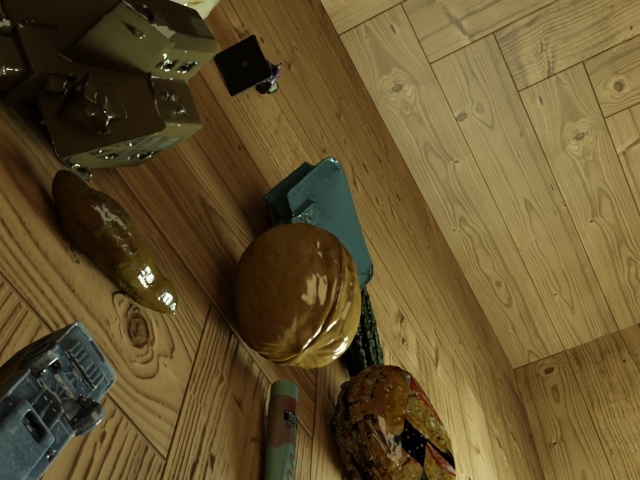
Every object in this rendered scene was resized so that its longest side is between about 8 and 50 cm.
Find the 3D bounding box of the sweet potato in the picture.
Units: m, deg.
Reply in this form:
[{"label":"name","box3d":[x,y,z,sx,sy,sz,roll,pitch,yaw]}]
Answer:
[{"label":"sweet potato","box3d":[-0.185,0.012,0.696,0.182,0.054,0.053,59,26,-32]}]

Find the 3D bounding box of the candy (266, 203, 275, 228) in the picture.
[{"label":"candy","box3d":[-0.050,-0.027,1.209,0.103,0.043,0.103,-20,90,-74]}]

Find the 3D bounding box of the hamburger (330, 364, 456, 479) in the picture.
[{"label":"hamburger","box3d":[0.110,0.292,1.104,0.231,0.106,0.231,30,47,-38]}]

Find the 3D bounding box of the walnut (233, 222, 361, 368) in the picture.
[{"label":"walnut","box3d":[-0.028,0.066,0.938,0.165,0.165,0.197,56,26,-33]}]

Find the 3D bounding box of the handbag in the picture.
[{"label":"handbag","box3d":[0.000,0.000,1.161,0.179,0.062,0.229,-46,124,-51]}]

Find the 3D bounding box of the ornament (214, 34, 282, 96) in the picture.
[{"label":"ornament","box3d":[-0.108,-0.305,1.355,0.088,0.081,0.203,67,15,3]}]

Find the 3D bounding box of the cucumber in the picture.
[{"label":"cucumber","box3d":[0.061,0.146,1.276,0.077,0.077,0.265,39,32,-58]}]

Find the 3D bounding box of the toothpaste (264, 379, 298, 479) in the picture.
[{"label":"toothpaste","box3d":[-0.045,0.249,0.841,0.056,0.036,0.205,56,22,-37]}]

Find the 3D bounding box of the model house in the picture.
[{"label":"model house","box3d":[-0.230,-0.162,0.655,0.248,0.176,0.181,-14,79,-58]}]

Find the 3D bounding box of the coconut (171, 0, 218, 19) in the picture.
[{"label":"coconut","box3d":[-0.211,-0.382,0.898,0.224,0.224,0.234,25,56,-67]}]

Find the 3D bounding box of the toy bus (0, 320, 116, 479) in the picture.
[{"label":"toy bus","box3d":[-0.195,0.123,0.453,0.064,0.075,0.190,60,18,-15]}]
